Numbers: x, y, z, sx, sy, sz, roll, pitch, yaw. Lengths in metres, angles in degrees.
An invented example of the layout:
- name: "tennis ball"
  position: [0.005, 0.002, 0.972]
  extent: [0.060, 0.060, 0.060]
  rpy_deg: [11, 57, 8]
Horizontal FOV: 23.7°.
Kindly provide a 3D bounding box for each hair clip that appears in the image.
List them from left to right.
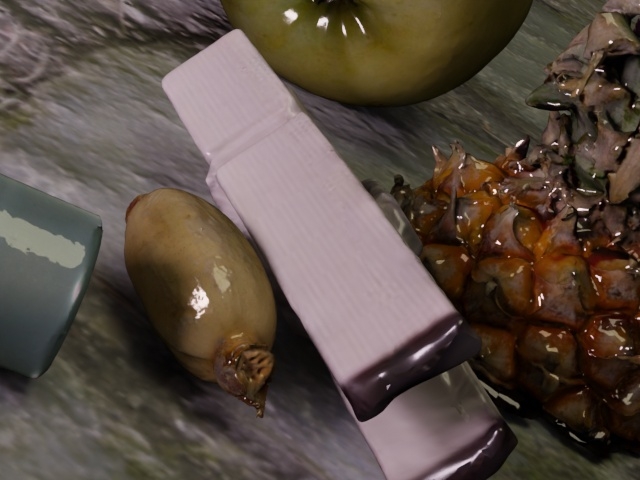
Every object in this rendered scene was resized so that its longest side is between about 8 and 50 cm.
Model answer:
- name: "hair clip"
  position: [0.004, -0.003, 0.822]
  extent: [0.101, 0.085, 0.331]
  rpy_deg: [49, 8, -39]

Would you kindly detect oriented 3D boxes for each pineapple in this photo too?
- name: "pineapple"
  position: [0.193, -0.051, 0.921]
  extent: [0.262, 0.272, 0.262]
  rpy_deg: [24, 26, -12]

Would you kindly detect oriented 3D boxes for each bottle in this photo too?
- name: "bottle"
  position: [-0.234, -0.028, 0.634]
  extent: [0.286, 0.082, 0.082]
  rpy_deg: [23, 26, -15]

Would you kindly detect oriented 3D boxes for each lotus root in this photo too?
- name: "lotus root"
  position: [-0.057, 0.023, 0.748]
  extent: [0.062, 0.073, 0.150]
  rpy_deg: [-26, 47, -9]

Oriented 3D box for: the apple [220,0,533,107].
- name: "apple"
  position: [0.034, -0.227, 1.118]
  extent: [0.262, 0.262, 0.262]
  rpy_deg: [25, 25, -13]
